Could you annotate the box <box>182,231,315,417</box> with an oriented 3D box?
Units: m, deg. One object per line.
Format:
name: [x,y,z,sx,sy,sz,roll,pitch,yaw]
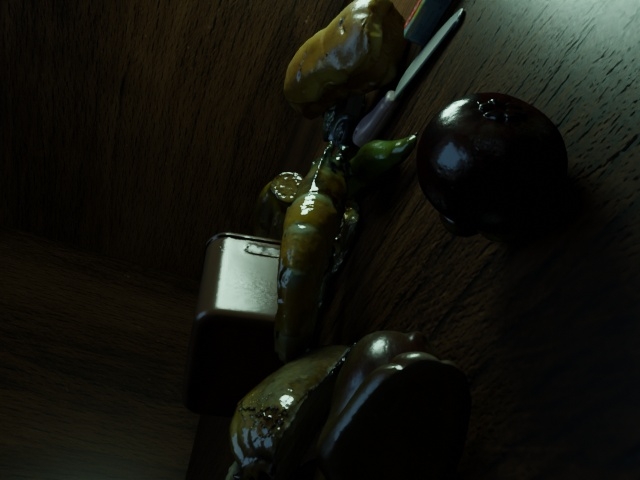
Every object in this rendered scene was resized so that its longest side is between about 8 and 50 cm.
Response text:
box: [-0.154,0.191,0.912,0.229,0.240,0.339,-95,19,-53]

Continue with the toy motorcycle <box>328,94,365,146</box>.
toy motorcycle: [0.066,-0.323,1.123,0.152,0.073,0.225,135,149,-68]

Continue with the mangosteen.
mangosteen: [0.145,-0.056,0.383,0.140,0.140,0.140,-162,90,-77]

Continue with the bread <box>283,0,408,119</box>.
bread: [0.039,-0.410,0.989,0.344,0.149,0.195,-4,61,55]

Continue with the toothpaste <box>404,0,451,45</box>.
toothpaste: [0.215,-0.451,0.760,0.193,0.044,0.070,124,161,-49]

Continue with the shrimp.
shrimp: [0.000,0.000,0.714,0.272,0.085,0.445,90,-170,-47]

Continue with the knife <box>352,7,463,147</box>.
knife: [0.162,-0.298,0.821,0.336,0.043,0.081,-45,22,49]

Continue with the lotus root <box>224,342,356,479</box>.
lotus root: [-0.028,0.193,0.523,0.167,0.078,0.329,-66,-15,6]

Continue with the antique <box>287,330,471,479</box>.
antique: [0.042,0.209,0.421,0.143,0.121,0.256,-142,72,-82]

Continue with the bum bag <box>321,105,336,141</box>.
bum bag: [0.064,-0.453,1.287,0.142,0.080,0.326,-100,32,-57]

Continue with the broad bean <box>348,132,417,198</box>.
broad bean: [0.085,-0.136,0.819,0.339,0.061,0.077,149,130,-71]

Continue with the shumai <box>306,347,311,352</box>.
shumai: [-0.016,0.236,0.771,0.080,0.082,0.083,-36,5,-36]

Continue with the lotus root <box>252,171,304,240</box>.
lotus root: [-0.073,-0.027,1.017,0.291,0.193,0.193,102,175,-48]

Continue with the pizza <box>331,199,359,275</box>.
pizza: [0.034,-0.018,0.874,0.161,0.063,0.182,-29,42,63]
